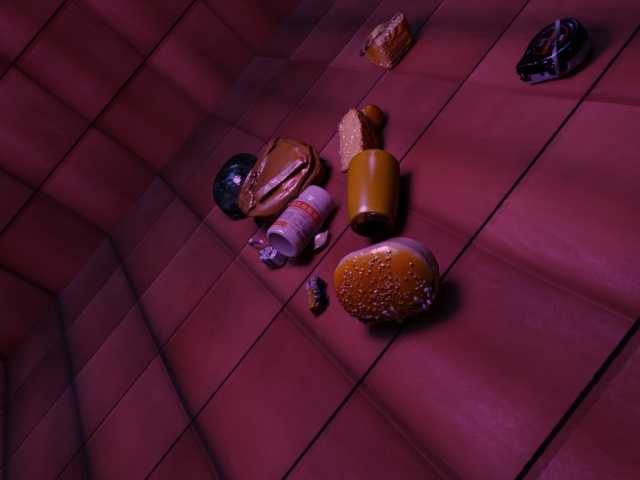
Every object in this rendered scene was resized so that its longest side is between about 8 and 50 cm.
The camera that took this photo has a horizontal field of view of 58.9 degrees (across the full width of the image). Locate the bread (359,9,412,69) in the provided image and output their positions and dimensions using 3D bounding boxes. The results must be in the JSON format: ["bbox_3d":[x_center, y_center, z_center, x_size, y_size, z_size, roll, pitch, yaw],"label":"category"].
[{"bbox_3d":[0.291,-0.832,2.358,0.204,0.163,0.262,-51,11,1],"label":"bread"}]

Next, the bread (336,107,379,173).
[{"bbox_3d":[0.148,-0.350,2.071,0.129,0.134,0.260,-27,54,46],"label":"bread"}]

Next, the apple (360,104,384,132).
[{"bbox_3d":[0.190,-0.463,2.160,0.114,0.102,0.099,-52,33,-7],"label":"apple"}]

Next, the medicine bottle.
[{"bbox_3d":[-0.067,-0.070,2.005,0.144,0.144,0.252,-2,39,48],"label":"medicine bottle"}]

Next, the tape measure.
[{"bbox_3d":[0.698,-0.561,1.674,0.182,0.107,0.181,-57,32,-11],"label":"tape measure"}]

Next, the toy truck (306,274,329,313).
[{"bbox_3d":[-0.014,0.175,1.822,0.063,0.052,0.123,-39,36,26],"label":"toy truck"}]

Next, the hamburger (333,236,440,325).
[{"bbox_3d":[0.176,0.111,1.521,0.295,0.227,0.151,-21,20,40],"label":"hamburger"}]

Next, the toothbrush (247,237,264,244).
[{"bbox_3d":[-0.251,0.004,2.205,0.025,0.020,0.286,-49,13,-11],"label":"toothbrush"}]

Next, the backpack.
[{"bbox_3d":[-0.160,-0.231,2.248,0.378,0.201,0.353,-46,35,2],"label":"backpack"}]

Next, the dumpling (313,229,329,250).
[{"bbox_3d":[0.002,0.001,1.988,0.052,0.057,0.076,4,81,9],"label":"dumpling"}]

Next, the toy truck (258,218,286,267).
[{"bbox_3d":[-0.143,0.014,2.103,0.115,0.080,0.177,3,59,44],"label":"toy truck"}]

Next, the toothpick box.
[{"bbox_3d":[0.168,-0.143,1.818,0.175,0.175,0.271,-23,46,34],"label":"toothpick box"}]

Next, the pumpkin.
[{"bbox_3d":[-0.368,-0.262,2.523,0.263,0.197,0.293,-22,40,39],"label":"pumpkin"}]
